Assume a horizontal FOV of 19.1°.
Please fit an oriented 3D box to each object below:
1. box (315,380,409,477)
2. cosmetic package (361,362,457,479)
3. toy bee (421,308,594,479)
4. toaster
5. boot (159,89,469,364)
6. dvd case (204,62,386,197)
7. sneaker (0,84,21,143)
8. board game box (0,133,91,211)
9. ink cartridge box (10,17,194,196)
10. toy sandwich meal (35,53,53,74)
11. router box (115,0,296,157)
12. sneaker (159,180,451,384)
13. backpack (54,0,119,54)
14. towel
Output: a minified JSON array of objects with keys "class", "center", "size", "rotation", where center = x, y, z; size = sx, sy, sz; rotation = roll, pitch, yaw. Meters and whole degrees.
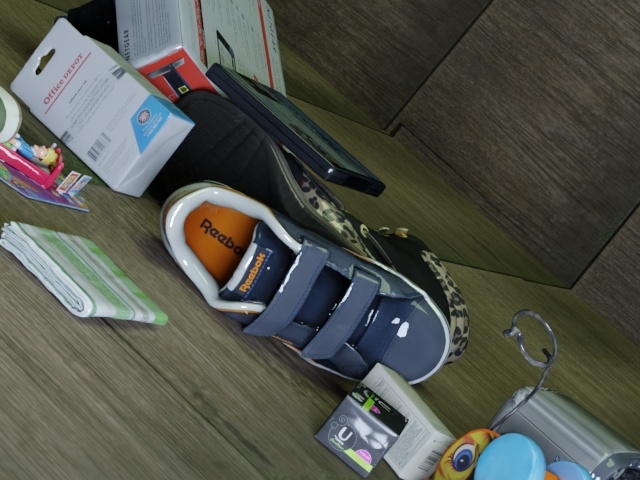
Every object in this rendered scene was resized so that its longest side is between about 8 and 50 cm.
[{"class":"box","center":[0.038,0.172,1.740],"size":[0.062,0.052,0.083],"rotation":[38,9,3]},{"class":"cosmetic package","center":[0.077,0.177,1.829],"size":[0.041,0.060,0.115],"rotation":[30,14,-43]},{"class":"toy bee","center":[0.167,0.237,1.718],"size":[0.195,0.162,0.298],"rotation":[43,33,-19]},{"class":"toaster","center":[0.256,0.238,1.992],"size":[0.146,0.129,0.227],"rotation":[41,12,27]},{"class":"boot","center":[0.000,0.000,2.120],"size":[0.377,0.138,0.284],"rotation":[44,11,26]},{"class":"dvd case","center":[-0.023,-0.120,2.134],"size":[0.180,0.022,0.253],"rotation":[42,7,13]},{"class":"sneaker","center":[-0.365,-0.155,1.743],"size":[0.192,0.064,0.086],"rotation":[37,18,22]},{"class":"board game box","center":[-0.283,-0.087,1.819],"size":[0.133,0.033,0.168],"rotation":[43,11,22]},{"class":"ink cartridge box","center":[-0.234,-0.144,2.032],"size":[0.180,0.104,0.060],"rotation":[43,11,22]},{"class":"toy sandwich meal","center":[-0.302,-0.184,2.198],"size":[0.085,0.029,0.085],"rotation":[35,15,-11]},{"class":"router box","center":[-0.140,-0.240,2.275],"size":[0.301,0.082,0.335],"rotation":[52,22,-46]},{"class":"sneaker","center":[-0.022,0.050,1.874],"size":[0.321,0.126,0.127],"rotation":[28,5,4]},{"class":"backpack","center":[-0.227,-0.208,2.306],"size":[0.173,0.117,0.158],"rotation":[67,16,6]},{"class":"towel","center":[-0.201,0.033,1.623],"size":[0.113,0.023,0.152],"rotation":[44,9,20]}]
